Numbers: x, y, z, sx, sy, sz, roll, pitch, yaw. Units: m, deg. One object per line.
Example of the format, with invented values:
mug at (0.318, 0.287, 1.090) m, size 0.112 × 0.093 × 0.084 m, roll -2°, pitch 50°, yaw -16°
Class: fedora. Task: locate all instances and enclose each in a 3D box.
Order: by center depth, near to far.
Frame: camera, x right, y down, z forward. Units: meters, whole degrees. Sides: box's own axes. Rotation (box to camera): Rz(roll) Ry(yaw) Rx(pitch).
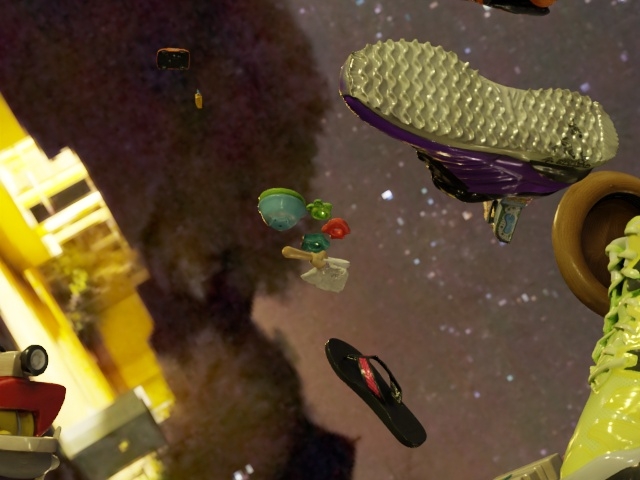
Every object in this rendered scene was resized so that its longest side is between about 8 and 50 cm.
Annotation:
fedora at (0.341, 0.015, 1.242) m, size 0.194 × 0.194 × 0.079 m, roll 58°, pitch -26°, yaw 11°

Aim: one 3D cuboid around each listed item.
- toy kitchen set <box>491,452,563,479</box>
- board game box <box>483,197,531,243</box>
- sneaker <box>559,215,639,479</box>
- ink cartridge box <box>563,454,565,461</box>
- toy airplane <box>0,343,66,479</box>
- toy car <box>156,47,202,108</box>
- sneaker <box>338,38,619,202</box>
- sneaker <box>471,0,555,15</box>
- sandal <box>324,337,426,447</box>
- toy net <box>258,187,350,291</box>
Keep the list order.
toy kitchen set at (0.321, 0.449, 1.651) m, size 0.207 × 0.122 × 0.166 m, roll -5°, pitch 68°, yaw -58°
board game box at (0.384, -0.102, 2.188) m, size 0.194 × 0.060 × 0.194 m, roll -94°, pitch -164°, yaw -62°
sneaker at (0.305, 0.067, 0.951) m, size 0.147 × 0.384 × 0.145 m, roll 36°, pitch -24°, yaw 5°
ink cartridge box at (0.463, 0.328, 1.419) m, size 0.237 × 0.172 × 0.100 m, roll 144°, pitch -53°, yaw -67°
toy airplane at (-0.638, 0.353, 1.855) m, size 0.386 × 0.384 × 0.272 m, roll -155°, pitch -124°, yaw -77°
toy car at (-0.250, -0.288, 1.868) m, size 0.040 × 0.060 × 0.122 m, roll -114°, pitch -172°, yaw -58°
sneaker at (0.135, -0.095, 1.044) m, size 0.146 × 0.293 × 0.102 m, roll 135°, pitch -38°, yaw -53°
sneaker at (0.384, -0.481, 1.923) m, size 0.180 × 0.321 × 0.124 m, roll 35°, pitch -37°, yaw 37°
sandal at (0.075, 0.182, 1.333) m, size 0.179 × 0.067 × 0.040 m, roll 47°, pitch -59°, yaw 26°
toy net at (0.000, 0.000, 1.562) m, size 0.232 × 0.122 × 0.045 m, roll 55°, pitch 31°, yaw -50°
